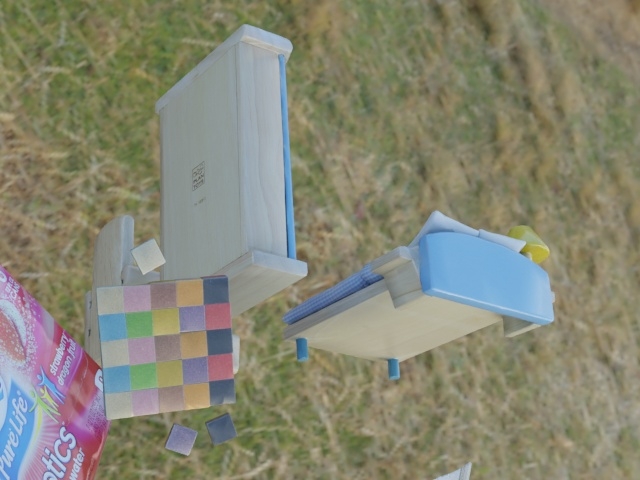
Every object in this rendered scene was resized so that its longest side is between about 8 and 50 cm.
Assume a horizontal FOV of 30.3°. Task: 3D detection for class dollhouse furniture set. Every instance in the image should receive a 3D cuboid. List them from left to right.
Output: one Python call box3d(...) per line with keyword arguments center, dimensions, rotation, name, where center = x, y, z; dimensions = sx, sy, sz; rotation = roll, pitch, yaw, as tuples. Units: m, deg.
box3d(center=(0.000, 0.000, 1.009), dimensions=(0.303, 0.286, 0.198), rotation=(15, 60, -34), name="dollhouse furniture set")

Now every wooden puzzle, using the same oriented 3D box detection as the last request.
box3d(center=(-0.057, 0.040, 0.440), dimensions=(0.049, 0.006, 0.083), rotation=(-5, 99, -17), name="wooden puzzle")

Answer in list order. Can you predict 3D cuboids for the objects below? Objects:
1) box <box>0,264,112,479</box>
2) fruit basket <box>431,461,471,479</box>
box3d(center=(-0.216, 0.143, 0.642), dimensions=(0.128, 0.122, 0.257), rotation=(52, 22, -26), name="box")
box3d(center=(0.049, 0.316, 0.757), dimensions=(0.353, 0.165, 0.327), rotation=(16, 77, -69), name="fruit basket")
